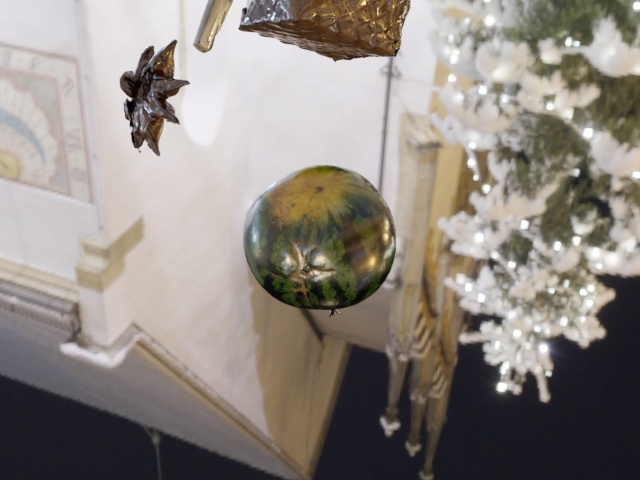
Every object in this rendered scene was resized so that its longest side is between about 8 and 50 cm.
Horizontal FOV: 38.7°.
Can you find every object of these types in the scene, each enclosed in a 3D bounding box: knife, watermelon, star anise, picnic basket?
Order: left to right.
[{"bbox_3d":[-0.381,-0.314,1.970,0.103,0.272,0.272,5,-153,-38],"label":"star anise"},{"bbox_3d":[-0.294,-0.637,2.561,0.041,0.073,0.265,-6,-124,38],"label":"knife"},{"bbox_3d":[-0.001,-0.005,1.588,0.269,0.269,0.269,2,-146,-1],"label":"watermelon"},{"bbox_3d":[0.024,-0.543,1.828,0.337,0.337,0.293,-23,-161,-33],"label":"picnic basket"}]
